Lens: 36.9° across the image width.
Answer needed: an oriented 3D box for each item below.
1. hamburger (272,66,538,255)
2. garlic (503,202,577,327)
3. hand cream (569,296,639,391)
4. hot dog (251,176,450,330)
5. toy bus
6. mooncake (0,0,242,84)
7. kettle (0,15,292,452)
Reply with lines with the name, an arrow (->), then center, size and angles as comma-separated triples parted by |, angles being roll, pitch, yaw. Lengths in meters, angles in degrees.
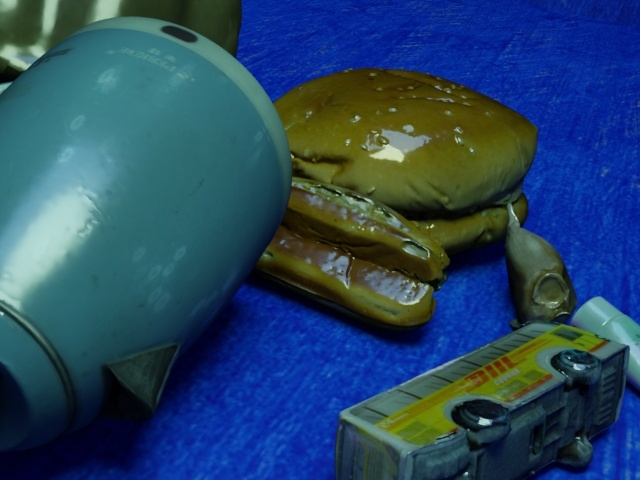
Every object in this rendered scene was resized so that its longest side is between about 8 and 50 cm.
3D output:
hamburger -> 0.084, -0.094, 1.078 | 0.314, 0.170, 0.290 | -13, 29, -34
garlic -> 0.220, 0.036, 0.954 | 0.066, 0.084, 0.152 | 1, 32, -3
hand cream -> 0.308, 0.121, 0.880 | 0.076, 0.047, 0.174 | -11, 42, -37
hot dog -> 0.000, 0.000, 0.930 | 0.269, 0.115, 0.072 | 25, 8, 23
toy bus -> 0.132, 0.137, 0.740 | 0.268, 0.092, 0.106 | -17, 27, -40
mooncake -> -0.270, -0.230, 1.031 | 0.378, 0.201, 0.378 | 11, -2, 0
kettle -> -0.221, -0.004, 0.725 | 0.319, 0.247, 0.342 | 22, 39, 5
